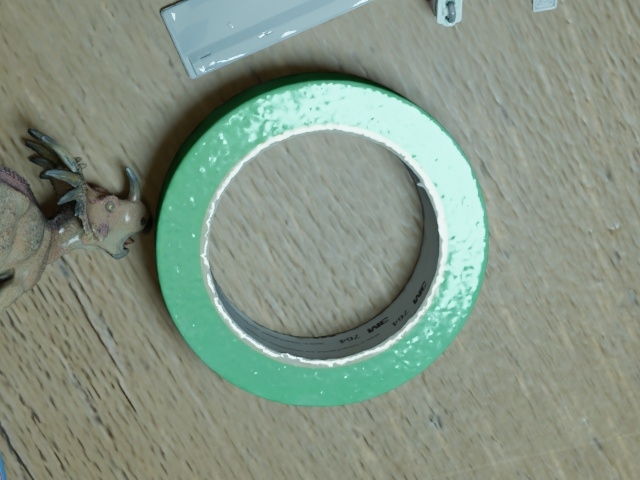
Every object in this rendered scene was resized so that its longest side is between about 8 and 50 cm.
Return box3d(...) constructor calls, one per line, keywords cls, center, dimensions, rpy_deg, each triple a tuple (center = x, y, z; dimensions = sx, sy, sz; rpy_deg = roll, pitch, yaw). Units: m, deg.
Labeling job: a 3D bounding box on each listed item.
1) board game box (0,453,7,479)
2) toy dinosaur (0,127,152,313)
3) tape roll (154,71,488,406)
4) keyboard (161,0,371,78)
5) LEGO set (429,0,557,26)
box3d(cls="board game box", center=(-0.380, 0.212, 1.146), dimensions=(0.141, 0.291, 0.232), rpy_deg=(-11, 104, -4))
box3d(cls="toy dinosaur", center=(-0.286, -0.020, 1.145), dimensions=(0.127, 0.295, 0.200), rpy_deg=(42, 94, 15))
box3d(cls="tape roll", center=(0.000, 0.000, 1.261), dimensions=(0.321, 0.077, 0.321), rpy_deg=(-2, 103, -8))
box3d(cls="keyboard", center=(-0.021, -0.237, 1.236), dimensions=(0.256, 0.014, 0.072), rpy_deg=(-24, 100, -2))
box3d(cls="LEGO set", center=(0.242, -0.279, 1.236), dimensions=(0.287, 0.107, 0.132), rpy_deg=(-1, 138, -12))
